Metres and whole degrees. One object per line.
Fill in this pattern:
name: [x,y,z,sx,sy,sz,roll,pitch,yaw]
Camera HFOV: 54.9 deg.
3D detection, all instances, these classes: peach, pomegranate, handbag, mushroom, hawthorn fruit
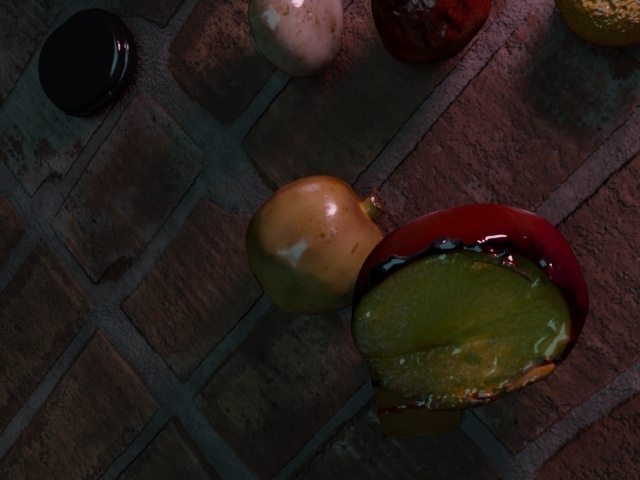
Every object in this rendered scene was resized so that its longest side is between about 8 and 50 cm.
peach: [0.255,0.114,1.132,0.353,0.416,0.340,16,118,60]
pomegranate: [0.000,0.000,1.305,0.318,0.319,0.320,1,93,24]
handbag: [-0.623,-0.472,1.657,0.307,0.093,0.254,-26,84,22]
mushroom: [-0.073,-0.474,1.361,0.243,0.243,0.244,1,93,24]
hawthorn fruit: [0.193,-0.488,1.223,0.230,0.210,0.266,-31,116,36]

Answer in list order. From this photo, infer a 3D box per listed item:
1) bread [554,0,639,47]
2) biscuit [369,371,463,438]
bread: [0.546,-0.464,1.118,0.239,0.139,0.240,1,93,24]
biscuit: [0.232,0.294,1.340,0.261,0.052,0.277,-9,89,24]
